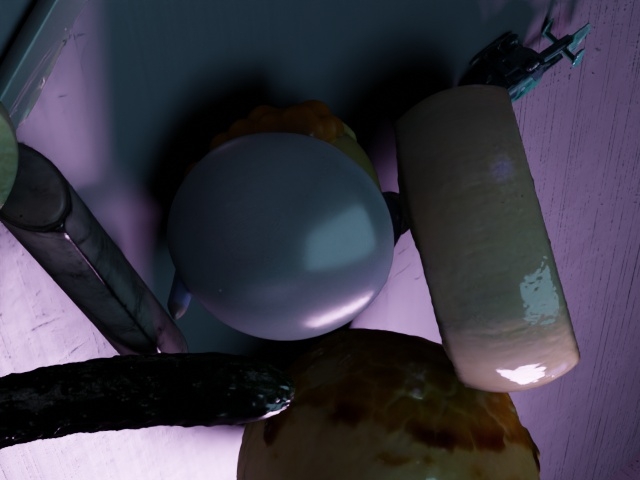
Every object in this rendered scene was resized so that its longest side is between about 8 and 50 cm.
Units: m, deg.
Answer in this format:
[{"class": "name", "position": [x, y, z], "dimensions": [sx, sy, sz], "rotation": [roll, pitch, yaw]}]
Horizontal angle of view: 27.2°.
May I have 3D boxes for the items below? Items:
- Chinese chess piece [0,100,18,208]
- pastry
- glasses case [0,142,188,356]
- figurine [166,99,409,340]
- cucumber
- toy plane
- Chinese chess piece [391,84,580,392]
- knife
[{"class": "Chinese chess piece", "position": [-0.294, -0.060, 0.973], "dimensions": [0.144, 0.058, 0.144], "rotation": [-25, 133, -29]}, {"class": "pastry", "position": [0.089, 0.269, 1.587], "dimensions": [0.388, 0.388, 0.313], "rotation": [-1, 114, -54]}, {"class": "glasses case", "position": [-0.201, 0.027, 1.161], "dimensions": [0.060, 0.114, 0.299], "rotation": [-46, 150, -12]}, {"class": "figurine", "position": [0.019, -0.025, 1.333], "dimensions": [0.382, 0.205, 0.225], "rotation": [-15, 142, -58]}, {"class": "cucumber", "position": [-0.174, 0.139, 1.195], "dimensions": [0.072, 0.303, 0.081], "rotation": [-74, 153, -72]}, {"class": "toy plane", "position": [0.244, -0.202, 1.584], "dimensions": [0.235, 0.060, 0.096], "rotation": [-35, 155, -21]}, {"class": "Chinese chess piece", "position": [0.180, -0.001, 1.444], "dimensions": [0.140, 0.338, 0.338], "rotation": [-16, 150, 8]}, {"class": "knife", "position": [-0.222, -0.142, 1.033], "dimensions": [0.044, 0.023, 0.162], "rotation": [17, 110, -51]}]
